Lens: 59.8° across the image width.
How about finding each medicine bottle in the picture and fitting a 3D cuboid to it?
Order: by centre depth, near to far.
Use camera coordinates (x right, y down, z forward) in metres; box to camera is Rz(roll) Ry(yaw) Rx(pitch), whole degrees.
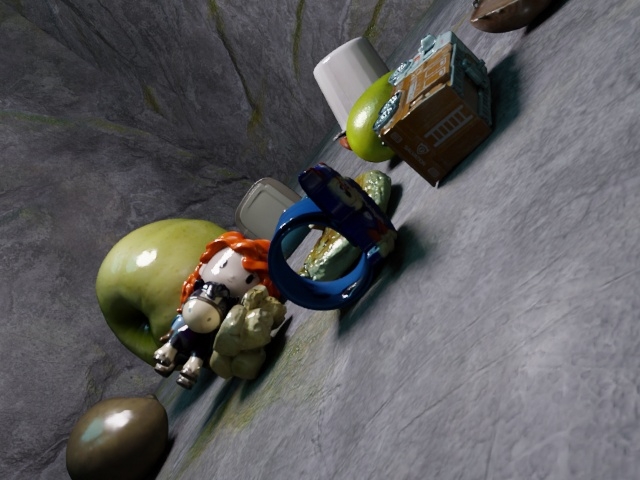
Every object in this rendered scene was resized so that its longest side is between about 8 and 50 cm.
[{"bbox_3d":[-0.072,-0.042,1.699,0.258,0.079,0.124,-51,11,25],"label":"medicine bottle"}]

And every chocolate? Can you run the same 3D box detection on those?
[{"bbox_3d":[0.375,-0.459,0.980,0.161,0.083,0.262,-3,51,56],"label":"chocolate"}]

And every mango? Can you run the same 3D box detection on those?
[{"bbox_3d":[0.161,-0.295,1.257,0.273,0.149,0.185,-54,7,-23],"label":"mango"}]

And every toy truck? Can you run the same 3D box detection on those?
[{"bbox_3d":[0.201,-0.240,0.930,0.162,0.136,0.305,-39,20,35],"label":"toy truck"}]

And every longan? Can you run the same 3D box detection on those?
[{"bbox_3d":[-0.536,0.538,1.500,0.300,0.243,0.300,-29,15,8],"label":"longan"}]

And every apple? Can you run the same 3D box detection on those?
[{"bbox_3d":[-0.424,0.150,1.693,0.474,0.473,0.474,-52,10,13],"label":"apple"}]

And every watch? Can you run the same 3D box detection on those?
[{"bbox_3d":[0.006,0.003,0.875,0.200,0.196,0.171,-44,3,17],"label":"watch"}]

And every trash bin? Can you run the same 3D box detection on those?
[{"bbox_3d":[-0.151,-0.095,1.911,0.219,0.219,0.250,-51,3,9],"label":"trash bin"}]

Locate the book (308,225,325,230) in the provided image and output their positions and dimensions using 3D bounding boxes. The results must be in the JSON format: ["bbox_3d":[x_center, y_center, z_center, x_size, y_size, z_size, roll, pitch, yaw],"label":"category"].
[{"bbox_3d":[0.036,-0.070,1.277,0.118,0.012,0.172,-53,-15,8],"label":"book"}]

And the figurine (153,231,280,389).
[{"bbox_3d":[-0.249,0.161,1.337,0.412,0.241,0.306,-51,-24,-59],"label":"figurine"}]

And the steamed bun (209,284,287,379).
[{"bbox_3d":[-0.146,0.207,1.162,0.192,0.106,0.177,-64,-8,20],"label":"steamed bun"}]

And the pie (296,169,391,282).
[{"bbox_3d":[0.045,-0.017,1.109,0.303,0.066,0.302,-54,9,13],"label":"pie"}]

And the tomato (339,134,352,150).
[{"bbox_3d":[0.131,-0.298,1.594,0.155,0.069,0.155,-30,5,3],"label":"tomato"}]

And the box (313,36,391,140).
[{"bbox_3d":[0.119,-0.451,1.588,0.262,0.206,0.291,-27,8,38],"label":"box"}]
